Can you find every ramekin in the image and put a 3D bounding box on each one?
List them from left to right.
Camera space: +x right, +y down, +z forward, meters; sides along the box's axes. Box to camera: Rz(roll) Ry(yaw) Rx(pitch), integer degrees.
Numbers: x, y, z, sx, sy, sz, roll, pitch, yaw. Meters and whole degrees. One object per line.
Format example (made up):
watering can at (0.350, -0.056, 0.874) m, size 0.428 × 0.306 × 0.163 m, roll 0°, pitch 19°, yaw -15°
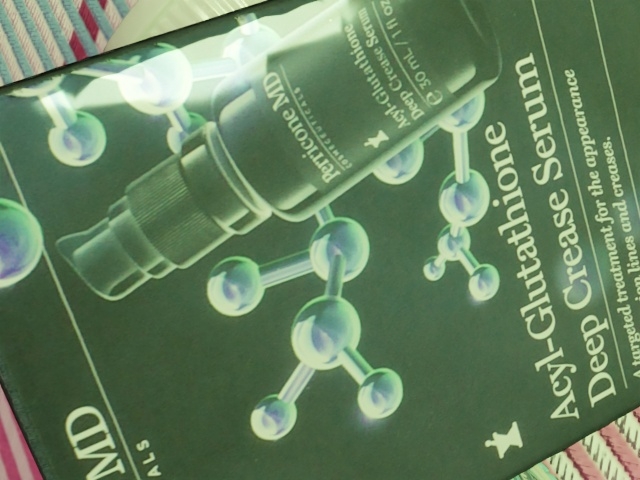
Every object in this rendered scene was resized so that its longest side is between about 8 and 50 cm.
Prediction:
ramekin at (-0.096, -0.191, 0.827) m, size 0.207 × 0.207 × 0.109 m, roll -44°, pitch 95°, yaw 9°

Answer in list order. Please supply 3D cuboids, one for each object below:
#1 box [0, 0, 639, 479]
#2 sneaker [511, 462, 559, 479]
box at (0.000, 0.000, 0.541) m, size 0.396 × 0.293 × 0.212 m, roll -23°, pitch 16°, yaw -18°
sneaker at (0.058, 0.143, 0.686) m, size 0.283 × 0.122 × 0.110 m, roll 28°, pitch 89°, yaw 31°
